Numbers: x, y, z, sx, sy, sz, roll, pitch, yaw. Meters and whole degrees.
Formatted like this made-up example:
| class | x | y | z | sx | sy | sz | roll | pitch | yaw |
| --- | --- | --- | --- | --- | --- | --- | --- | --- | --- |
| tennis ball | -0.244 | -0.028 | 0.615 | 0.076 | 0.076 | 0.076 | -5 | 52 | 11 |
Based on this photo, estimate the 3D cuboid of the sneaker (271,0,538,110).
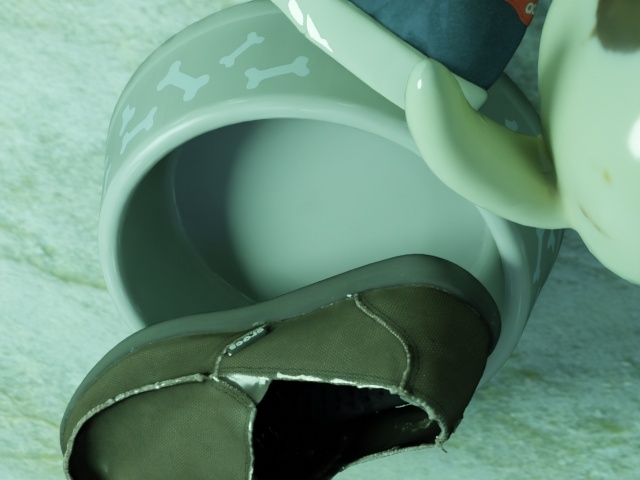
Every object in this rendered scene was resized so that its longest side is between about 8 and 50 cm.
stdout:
| class | x | y | z | sx | sy | sz | roll | pitch | yaw |
| --- | --- | --- | --- | --- | --- | --- | --- | --- | --- |
| sneaker | -0.020 | -0.220 | 0.782 | 0.350 | 0.131 | 0.148 | 34 | 102 | -4 |

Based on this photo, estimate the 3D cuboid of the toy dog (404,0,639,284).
| class | x | y | z | sx | sy | sz | roll | pitch | yaw |
| --- | --- | --- | --- | --- | --- | --- | --- | --- | --- |
| toy dog | 0.242 | -0.161 | 0.538 | 0.395 | 0.284 | 0.408 | 4 | 144 | 1 |

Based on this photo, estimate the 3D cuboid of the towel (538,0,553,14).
| class | x | y | z | sx | sy | sz | roll | pitch | yaw |
| --- | --- | --- | --- | --- | --- | --- | --- | --- | --- |
| towel | 0.299 | -0.144 | 0.816 | 0.285 | 0.034 | 0.209 | -22 | 122 | 27 |

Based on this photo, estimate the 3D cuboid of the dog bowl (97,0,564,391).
| class | x | y | z | sx | sy | sz | roll | pitch | yaw |
| --- | --- | --- | --- | --- | --- | --- | --- | --- | --- |
| dog bowl | 0.000 | 0.000 | 0.956 | 0.349 | 0.102 | 0.348 | 6 | 131 | 7 |

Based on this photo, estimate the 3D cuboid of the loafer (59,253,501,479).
| class | x | y | z | sx | sy | sz | roll | pitch | yaw |
| --- | --- | --- | --- | --- | --- | --- | --- | --- | --- |
| loafer | -0.051 | 0.121 | 0.915 | 0.366 | 0.130 | 0.134 | -26 | 119 | 30 |
